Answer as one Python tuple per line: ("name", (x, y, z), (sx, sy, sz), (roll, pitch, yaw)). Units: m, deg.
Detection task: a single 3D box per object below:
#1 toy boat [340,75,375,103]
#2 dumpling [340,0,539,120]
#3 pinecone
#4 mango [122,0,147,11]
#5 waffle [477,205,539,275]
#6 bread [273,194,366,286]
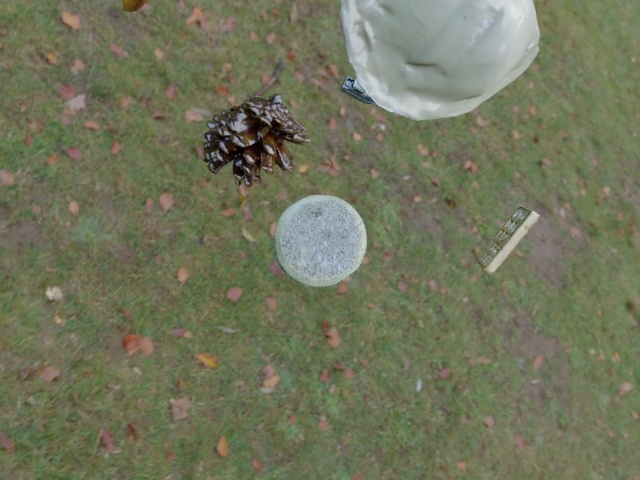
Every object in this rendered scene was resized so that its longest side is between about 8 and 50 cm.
("toy boat", (0.138, -0.490, 2.099), (0.141, 0.060, 0.055), (27, 67, -8))
("dumpling", (0.193, -0.368, 1.091), (0.395, 0.315, 0.233), (41, 6, -28))
("pinecone", (-0.120, -0.180, 1.143), (0.179, 0.195, 0.150), (-99, 170, -69))
("mango", (-0.505, -0.685, 1.734), (0.077, 0.127, 0.063), (21, 25, -9))
("waffle", (0.330, -0.001, 1.123), (0.021, 0.135, 0.092), (37, 11, -5))
("bread", (0.000, 0.000, 1.751), (0.267, 0.040, 0.266), (1, 85, -8))
